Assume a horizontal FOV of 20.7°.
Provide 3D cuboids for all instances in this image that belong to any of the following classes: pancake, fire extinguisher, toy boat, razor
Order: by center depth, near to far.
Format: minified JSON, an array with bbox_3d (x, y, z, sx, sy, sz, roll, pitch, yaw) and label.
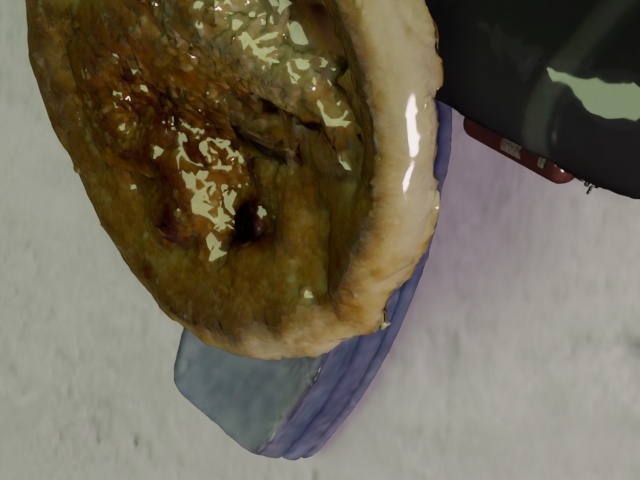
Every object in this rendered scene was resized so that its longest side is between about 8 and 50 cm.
[{"bbox_3d":[0.097,-0.163,0.940,0.349,0.113,0.204,30,81,33],"label":"razor"},{"bbox_3d":[-0.061,-0.090,0.972,0.356,0.065,0.356,28,132,36],"label":"pancake"},{"bbox_3d":[0.131,-0.061,1.003,0.100,0.032,0.046,31,77,33],"label":"fire extinguisher"},{"bbox_3d":[0.000,0.000,1.074,0.127,0.078,0.283,36,114,35],"label":"toy boat"}]
